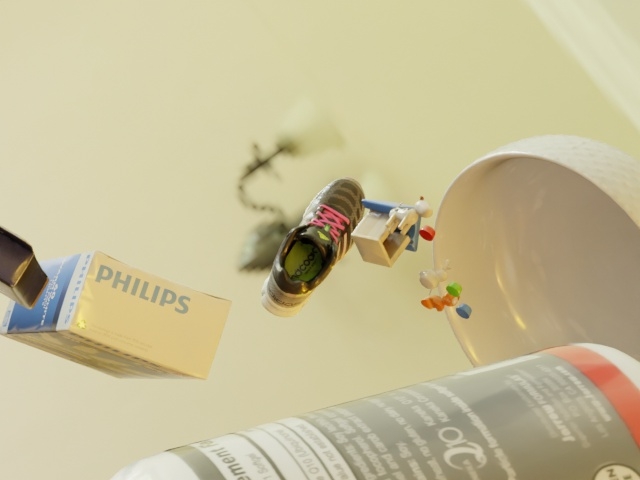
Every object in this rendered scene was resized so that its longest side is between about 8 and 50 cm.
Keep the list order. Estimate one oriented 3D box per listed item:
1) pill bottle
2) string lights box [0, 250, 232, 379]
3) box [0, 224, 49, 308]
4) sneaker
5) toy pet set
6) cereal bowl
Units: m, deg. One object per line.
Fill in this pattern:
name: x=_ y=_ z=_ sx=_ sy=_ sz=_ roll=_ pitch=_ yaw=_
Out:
pill bottle: x=0.007 y=0.189 z=0.977 sx=0.210 sy=0.363 sz=0.210 roll=166 pitch=-90 yaw=-70
string lights box: x=-0.190 y=0.070 z=1.797 sx=0.133 sy=0.076 sz=0.260 roll=22 pitch=-11 yaw=-19
box: x=-0.273 y=-0.005 z=1.488 sx=0.136 sy=0.036 sz=0.225 roll=31 pitch=-10 yaw=0
sneaker: x=0.000 y=0.000 z=2.044 sx=0.063 sy=0.170 sz=0.075 roll=34 pitch=-23 yaw=1
toy pet set: x=0.095 y=0.001 z=1.899 sx=0.114 sy=0.065 sz=0.122 roll=14 pitch=-36 yaw=37
cereal bowl: x=0.284 y=0.039 z=2.073 sx=0.339 sy=0.141 sz=0.339 roll=27 pitch=-49 yaw=35
